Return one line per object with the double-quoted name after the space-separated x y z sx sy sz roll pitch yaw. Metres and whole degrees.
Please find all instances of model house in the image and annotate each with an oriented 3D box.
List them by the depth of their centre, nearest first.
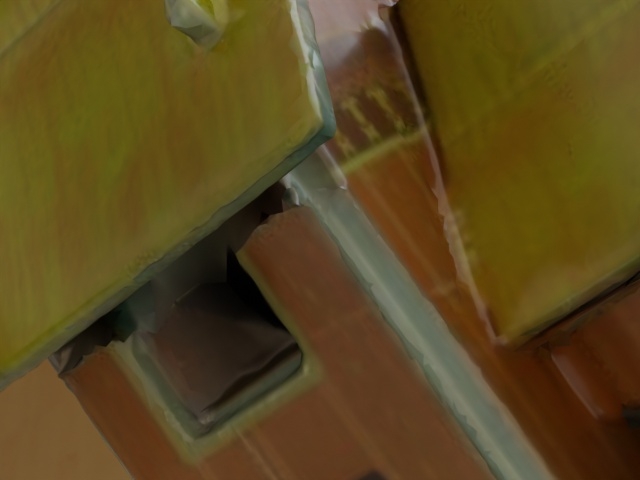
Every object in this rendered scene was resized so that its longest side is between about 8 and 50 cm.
0.000 0.000 0.359 0.300 0.340 0.324 -38 86 33 "model house"
